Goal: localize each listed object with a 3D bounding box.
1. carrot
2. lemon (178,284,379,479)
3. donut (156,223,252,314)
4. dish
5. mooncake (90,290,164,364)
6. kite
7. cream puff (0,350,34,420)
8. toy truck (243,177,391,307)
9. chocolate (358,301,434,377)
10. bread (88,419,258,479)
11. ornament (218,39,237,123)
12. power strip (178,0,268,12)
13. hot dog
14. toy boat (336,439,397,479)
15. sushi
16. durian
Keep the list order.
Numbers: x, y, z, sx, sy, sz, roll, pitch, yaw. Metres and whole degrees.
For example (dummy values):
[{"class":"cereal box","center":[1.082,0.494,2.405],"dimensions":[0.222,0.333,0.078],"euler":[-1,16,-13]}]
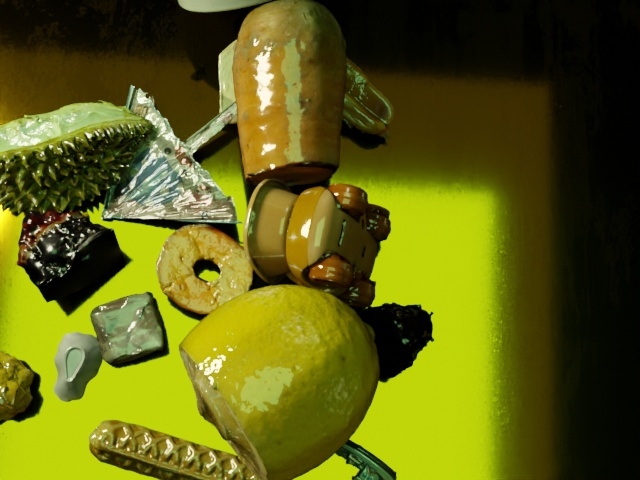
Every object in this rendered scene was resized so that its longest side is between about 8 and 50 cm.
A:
[{"class":"carrot","center":[-0.057,-0.284,1.850],"dimensions":[0.224,0.224,0.340],"euler":[-3,83,-4]},{"class":"lemon","center":[-0.057,0.237,1.721],"dimensions":[0.364,0.364,0.364],"euler":[1,77,-3]},{"class":"donut","center":[-0.227,0.062,1.886],"dimensions":[0.190,0.074,0.174],"euler":[14,75,-4]},{"class":"dish","center":[-0.475,0.242,1.846],"dimensions":[0.091,0.039,0.137],"euler":[15,75,0]},{"class":"mooncake","center":[-0.372,0.170,1.851],"dimensions":[0.130,0.073,0.125],"euler":[-15,75,-8]},{"class":"kite","center":[-0.296,-0.157,1.929],"dimensions":[0.368,0.014,0.406],"euler":[-39,70,0]},{"class":"cream puff","center":[-0.614,0.276,1.793],"dimensions":[0.146,0.116,0.146],"euler":[1,80,-4]},{"class":"toy truck","center":[0.000,0.000,1.823],"dimensions":[0.212,0.288,0.204],"euler":[7,76,24]},{"class":"chocolate","center":[0.160,0.181,1.867],"dimensions":[0.133,0.156,0.156],"euler":[-18,77,-38]},{"class":"bread","center":[-0.258,0.420,1.798],"dimensions":[0.368,0.084,0.077],"euler":[17,37,2]},{"class":"ornament","center":[-0.142,-0.304,1.983],"dimensions":[0.201,0.059,0.180],"euler":[42,80,5]},{"class":"power strip","center":[-0.152,-0.583,1.893],"dimensions":[0.358,0.357,0.161],"euler":[-20,120,-8]},{"class":"hot dog","center":[0.052,-0.311,1.988],"dimensions":[0.109,0.072,0.269],"euler":[-42,81,-9]},{"class":"toy boat","center":[0.084,0.437,1.821],"dimensions":[0.140,0.059,0.066],"euler":[34,66,3]},{"class":"sushi","center":[-0.501,0.013,1.840],"dimensions":[0.172,0.153,0.150],"euler":[-39,69,-20]},{"class":"durian","center":[-0.525,-0.167,1.921],"dimensions":[0.394,0.163,0.198],"euler":[-21,39,-7]}]
